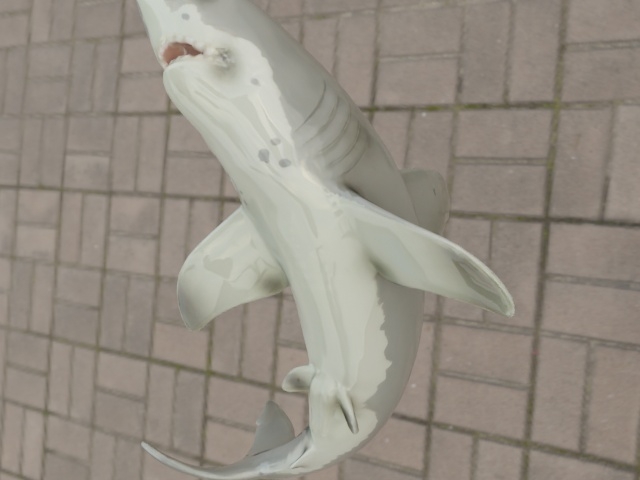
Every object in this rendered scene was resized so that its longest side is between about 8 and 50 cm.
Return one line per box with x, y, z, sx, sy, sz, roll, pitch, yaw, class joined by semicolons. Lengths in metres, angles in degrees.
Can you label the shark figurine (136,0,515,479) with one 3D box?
0.014;0.024;0.402;0.166;0.116;0.278;23;134;24;shark figurine
